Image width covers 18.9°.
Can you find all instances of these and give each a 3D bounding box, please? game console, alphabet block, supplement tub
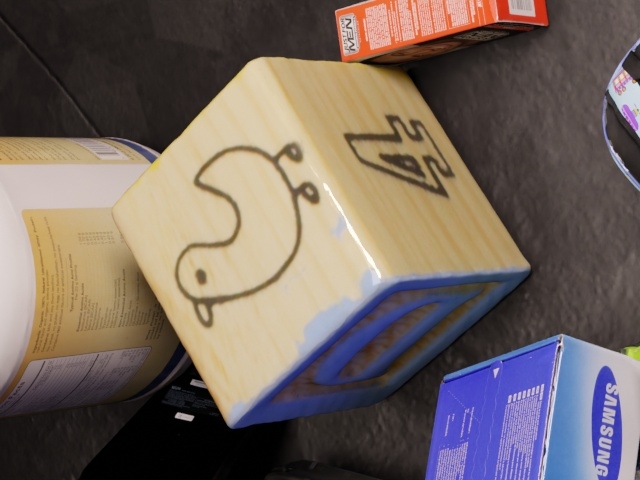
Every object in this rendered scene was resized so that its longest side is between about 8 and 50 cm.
[{"bbox_3d":[-0.046,0.220,1.475,0.361,0.044,0.213,10,54,37],"label":"game console"},{"bbox_3d":[0.000,0.000,1.419,0.192,0.193,0.197,-44,66,29],"label":"alphabet block"},{"bbox_3d":[-0.259,0.029,1.541,0.228,0.316,0.228,2,93,38],"label":"supplement tub"}]

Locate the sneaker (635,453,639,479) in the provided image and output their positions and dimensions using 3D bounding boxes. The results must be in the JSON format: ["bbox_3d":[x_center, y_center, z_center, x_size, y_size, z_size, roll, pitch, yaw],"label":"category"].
[{"bbox_3d":[0.236,0.181,1.332,0.135,0.052,0.058,-4,93,38],"label":"sneaker"}]

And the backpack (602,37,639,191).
[{"bbox_3d":[0.278,-0.072,1.246,0.173,0.117,0.158,49,119,25],"label":"backpack"}]

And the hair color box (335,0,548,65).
[{"bbox_3d":[0.089,-0.164,1.418,0.141,0.072,0.043,-10,85,39],"label":"hair color box"}]

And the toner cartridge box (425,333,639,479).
[{"bbox_3d":[0.123,0.249,1.271,0.165,0.075,0.347,-27,49,60],"label":"toner cartridge box"}]

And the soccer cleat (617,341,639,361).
[{"bbox_3d":[0.245,0.089,1.317,0.179,0.072,0.060,-49,21,45],"label":"soccer cleat"}]
